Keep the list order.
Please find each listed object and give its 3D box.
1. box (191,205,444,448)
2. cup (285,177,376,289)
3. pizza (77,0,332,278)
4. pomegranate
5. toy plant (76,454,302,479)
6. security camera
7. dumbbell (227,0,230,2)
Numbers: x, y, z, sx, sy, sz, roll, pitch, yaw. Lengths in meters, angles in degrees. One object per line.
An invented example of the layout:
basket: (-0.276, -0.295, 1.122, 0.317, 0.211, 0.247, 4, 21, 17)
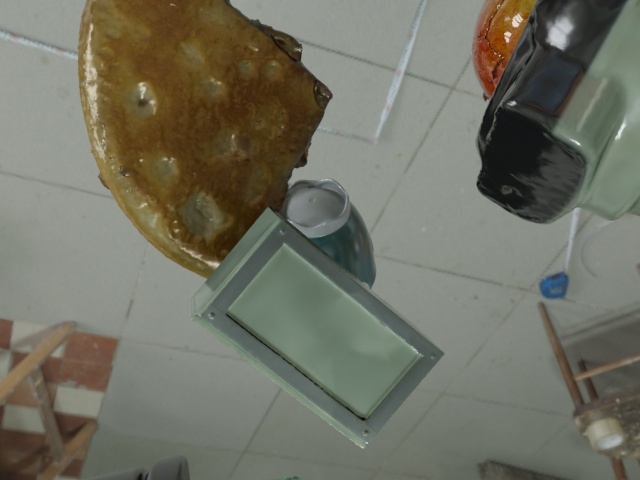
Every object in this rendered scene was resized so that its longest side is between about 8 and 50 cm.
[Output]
box: (-0.004, 0.089, 0.731, 0.225, 0.086, 0.129, 40, 91, -15)
cup: (0.000, 0.000, 1.103, 0.168, 0.299, 0.173, -24, 135, -14)
pizza: (-0.127, -0.148, 0.802, 0.278, 0.114, 0.408, -26, 107, -20)
pomegranate: (0.283, -0.248, 0.843, 0.210, 0.210, 0.235, 6, 130, -11)
toy plant: (-0.141, 0.348, 0.842, 0.401, 0.185, 0.279, -5, 156, -4)
security camera: (0.250, -0.064, 0.402, 0.277, 0.191, 0.197, 31, 172, 14)
dumbbell: (-0.142, -0.391, 0.952, 0.070, 0.069, 0.147, -10, 112, 5)
